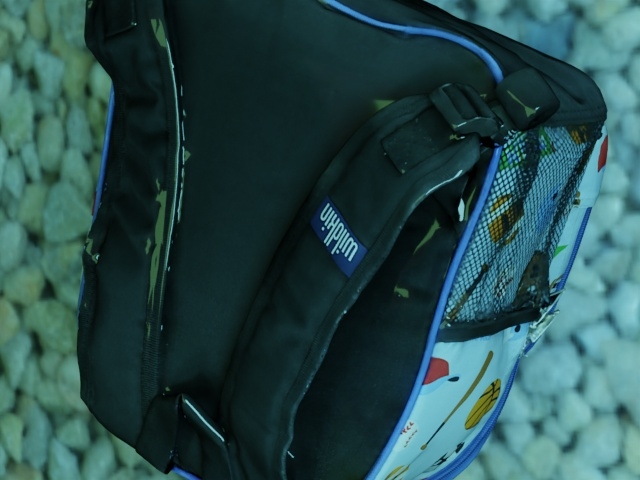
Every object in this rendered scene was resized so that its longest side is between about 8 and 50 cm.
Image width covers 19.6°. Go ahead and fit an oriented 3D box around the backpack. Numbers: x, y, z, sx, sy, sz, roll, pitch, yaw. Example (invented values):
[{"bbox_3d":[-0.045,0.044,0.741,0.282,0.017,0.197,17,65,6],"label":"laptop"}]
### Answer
[{"bbox_3d":[0.000,0.000,0.928,0.276,0.213,0.263,30,105,37],"label":"backpack"}]
